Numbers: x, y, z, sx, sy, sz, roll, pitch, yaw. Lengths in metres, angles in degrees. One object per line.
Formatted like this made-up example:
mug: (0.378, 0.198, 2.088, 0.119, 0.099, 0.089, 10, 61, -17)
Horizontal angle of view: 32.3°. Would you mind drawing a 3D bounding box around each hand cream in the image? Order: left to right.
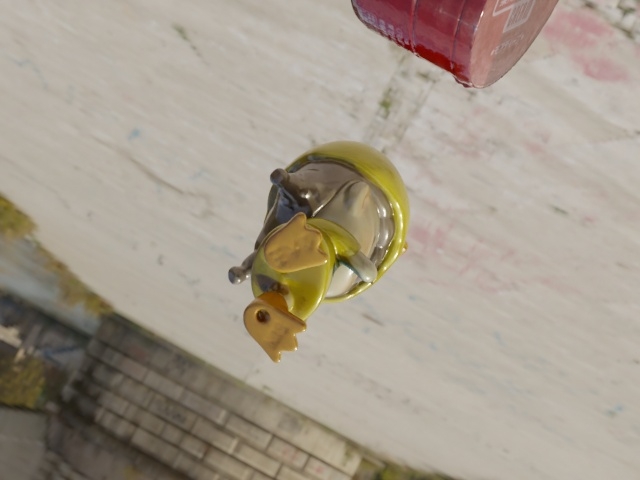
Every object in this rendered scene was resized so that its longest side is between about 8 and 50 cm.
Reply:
hand cream: (0.123, -0.232, 0.897, 0.125, 0.193, 0.193, 31, 171, 19)

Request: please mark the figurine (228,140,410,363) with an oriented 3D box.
figurine: (0.000, 0.000, 1.299, 0.187, 0.215, 0.344, 36, -160, 2)
